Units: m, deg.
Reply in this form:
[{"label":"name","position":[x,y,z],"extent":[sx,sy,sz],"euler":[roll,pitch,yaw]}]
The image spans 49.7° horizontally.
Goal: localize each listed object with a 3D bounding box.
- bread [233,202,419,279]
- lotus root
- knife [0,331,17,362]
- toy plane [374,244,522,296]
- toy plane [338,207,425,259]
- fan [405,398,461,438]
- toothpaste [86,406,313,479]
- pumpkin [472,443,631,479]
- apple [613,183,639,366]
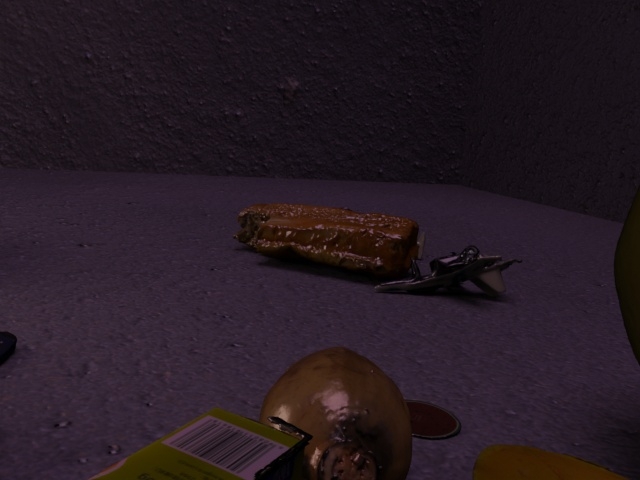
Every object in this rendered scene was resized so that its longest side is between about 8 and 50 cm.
[{"label":"bread","position":[0.000,0.000,1.364],"extent":[0.380,0.109,0.185],"euler":[8,19,19]},{"label":"lotus root","position":[0.013,0.158,0.568],"extent":[0.125,0.118,0.221],"euler":[-11,8,3]},{"label":"knife","position":[-0.365,0.128,0.755],"extent":[0.031,0.018,0.121],"euler":[12,12,-4]},{"label":"toy plane","position":[0.223,0.055,1.246],"extent":[0.262,0.088,0.192],"euler":[1,-15,-10]},{"label":"toy plane","position":[0.086,-0.012,1.543],"extent":[0.286,0.092,0.108],"euler":[8,-14,20]},{"label":"fan","position":[0.085,0.183,0.741],"extent":[0.133,0.005,0.085],"euler":[12,13,21]},{"label":"toothpaste","position":[-0.117,0.191,0.337],"extent":[0.077,0.110,0.327],"euler":[13,14,26]},{"label":"pumpkin","position":[0.174,0.221,0.394],"extent":[0.217,0.110,0.217],"euler":[17,6,-2]},{"label":"apple","position":[0.492,0.037,0.597],"extent":[0.474,0.473,0.473],"euler":[6,11,-1]}]
